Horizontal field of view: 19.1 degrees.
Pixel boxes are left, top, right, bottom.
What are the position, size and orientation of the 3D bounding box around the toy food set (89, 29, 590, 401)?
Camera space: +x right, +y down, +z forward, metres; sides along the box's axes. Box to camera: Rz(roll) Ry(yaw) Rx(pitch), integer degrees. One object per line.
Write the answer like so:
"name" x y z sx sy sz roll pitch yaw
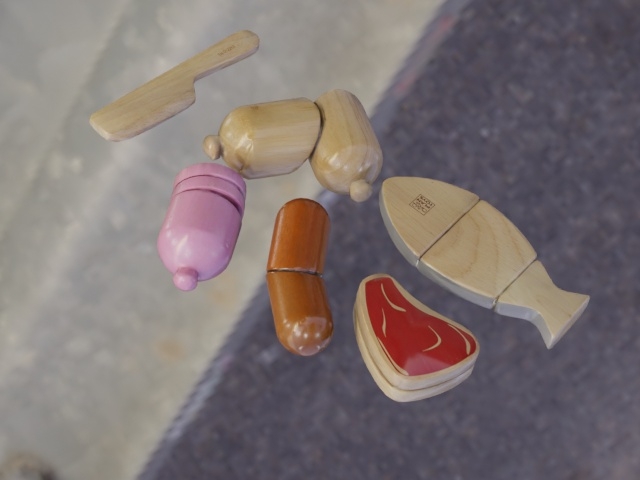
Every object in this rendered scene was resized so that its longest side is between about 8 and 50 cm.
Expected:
"toy food set" 0.000 0.000 0.486 0.078 0.122 0.019 -33 156 -31
